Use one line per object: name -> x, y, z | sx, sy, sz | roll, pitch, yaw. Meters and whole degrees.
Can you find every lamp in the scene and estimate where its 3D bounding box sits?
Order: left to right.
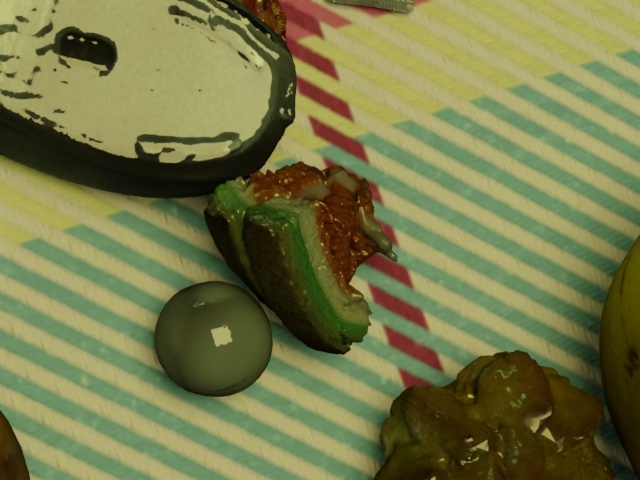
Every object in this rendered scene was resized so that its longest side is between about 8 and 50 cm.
lamp -> -0.093, 0.087, 1.726 | 0.105, 0.105, 0.105 | 3, 80, -16

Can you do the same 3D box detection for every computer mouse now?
computer mouse -> -0.206, -0.158, 1.720 | 0.373, 0.114, 0.203 | 19, 81, -7

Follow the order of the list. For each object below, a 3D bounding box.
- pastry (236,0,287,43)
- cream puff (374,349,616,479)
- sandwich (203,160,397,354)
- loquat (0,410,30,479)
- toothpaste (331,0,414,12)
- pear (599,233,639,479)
pastry -> -0.061, -0.161, 1.790 | 0.063, 0.087, 0.169 | 2, 91, -42
cream puff -> 0.163, 0.223, 1.752 | 0.244, 0.196, 0.244 | 1, 54, -2
sandwich -> -0.004, -0.005, 1.725 | 0.160, 0.109, 0.185 | -52, 138, -22
loquat -> -0.340, 0.184, 1.599 | 0.227, 0.179, 0.179 | 36, 73, -11
toothpaste -> 0.055, -0.337, 1.874 | 0.089, 0.057, 0.234 | 6, 87, -17
pear -> 0.430, 0.103, 1.749 | 0.362, 0.362, 0.418 | 24, 70, -12
